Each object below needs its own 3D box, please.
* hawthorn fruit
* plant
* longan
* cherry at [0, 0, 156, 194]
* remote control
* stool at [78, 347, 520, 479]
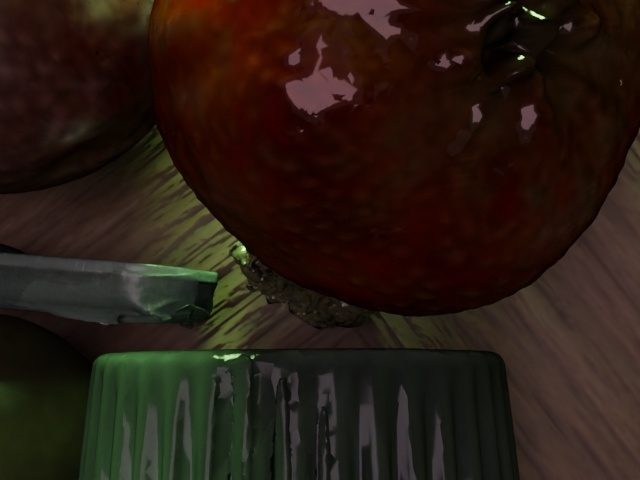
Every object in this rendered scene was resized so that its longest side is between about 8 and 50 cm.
[{"bbox_3d":[0.023,-0.107,0.538,0.287,0.330,0.287,-2,96,-26],"label":"hawthorn fruit"},{"bbox_3d":[0.000,0.000,0.660,0.116,0.104,0.122,29,61,-21],"label":"plant"},{"bbox_3d":[-0.261,0.163,0.619,0.246,0.215,0.246,3,66,-6],"label":"longan"},{"bbox_3d":[-0.238,-0.203,0.603,0.335,0.291,0.326,26,110,26],"label":"cherry"},{"bbox_3d":[-0.197,0.030,0.671,0.247,0.104,0.052,4,86,12],"label":"remote control"},{"bbox_3d":[-0.010,0.231,0.535,0.297,0.297,0.330,-1,82,11],"label":"stool"}]
